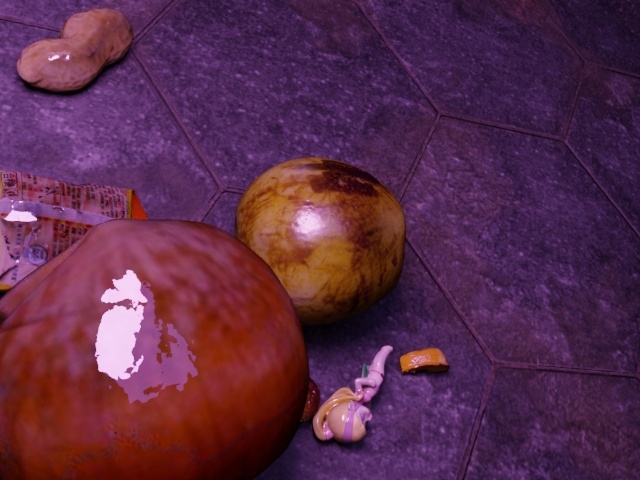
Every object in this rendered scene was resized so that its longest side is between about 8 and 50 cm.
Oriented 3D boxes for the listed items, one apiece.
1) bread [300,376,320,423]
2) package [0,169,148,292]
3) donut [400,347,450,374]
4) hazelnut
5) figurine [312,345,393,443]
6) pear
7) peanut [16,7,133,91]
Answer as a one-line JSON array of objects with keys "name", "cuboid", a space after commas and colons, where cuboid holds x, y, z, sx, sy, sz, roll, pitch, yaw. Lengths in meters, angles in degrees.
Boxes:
[{"name": "bread", "cuboid": [-0.040, 0.233, 1.168, 0.085, 0.053, 0.085, 13, 55, -19]}, {"name": "package", "cuboid": [-0.378, 0.000, 1.119, 0.288, 0.108, 0.223, 5, 60, -27]}, {"name": "donut", "cuboid": [0.174, 0.204, 1.310, 0.083, 0.067, 0.038, -12, 69, 3]}, {"name": "hazelnut", "cuboid": [-0.218, 0.155, 0.951, 0.409, 0.359, 0.359, -15, 68, -39]}, {"name": "figurine", "cuboid": [0.057, 0.239, 1.207, 0.083, 0.083, 0.187, 35, 57, -2]}, {"name": "pear", "cuboid": [0.000, 0.000, 1.198, 0.283, 0.283, 0.283, 13, 55, -19]}, {"name": "peanut", "cuboid": [-0.409, -0.322, 1.317, 0.103, 0.098, 0.229, 9, 42, 31]}]
